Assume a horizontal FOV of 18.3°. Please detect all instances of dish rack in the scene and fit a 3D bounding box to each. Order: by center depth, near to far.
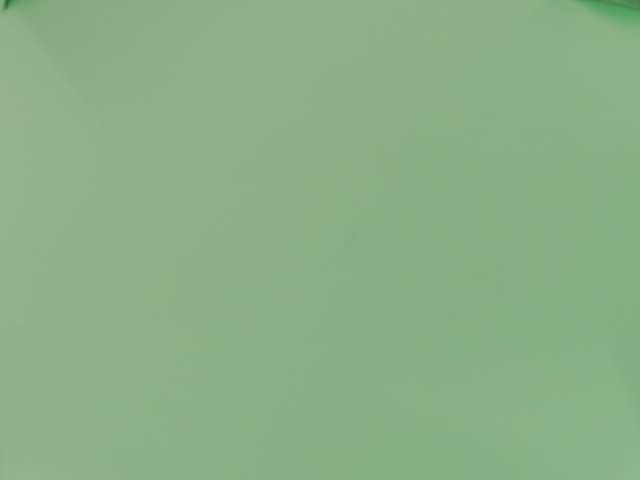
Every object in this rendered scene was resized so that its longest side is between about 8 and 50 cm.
[{"bbox_3d":[0.000,0.000,0.656,0.332,0.072,0.286,9,80,-22],"label":"dish rack"}]
